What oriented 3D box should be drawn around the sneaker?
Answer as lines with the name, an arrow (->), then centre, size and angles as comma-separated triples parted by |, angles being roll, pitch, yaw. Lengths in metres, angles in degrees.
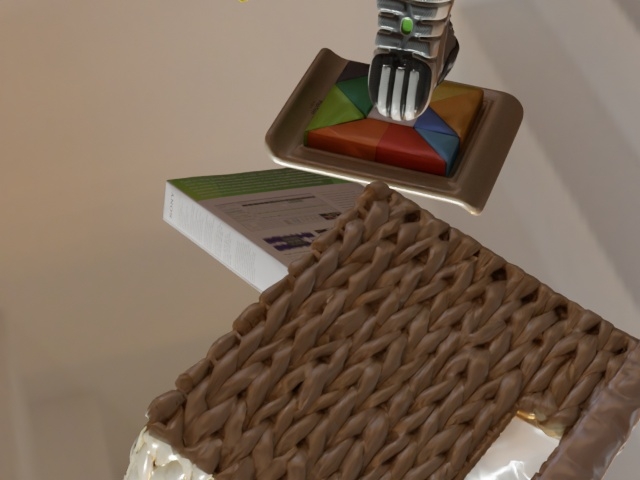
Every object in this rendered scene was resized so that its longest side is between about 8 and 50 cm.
sneaker -> 0.104, -0.238, 1.827 | 0.132, 0.086, 0.229 | -33, -41, -69

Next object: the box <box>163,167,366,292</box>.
box -> 0.000, 0.000, 2.089 | 0.322, 0.232, 0.058 | 36, 125, 47

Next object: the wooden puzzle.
wooden puzzle -> 0.083, -0.126, 1.969 | 0.221, 0.238, 0.044 | -61, -16, -51

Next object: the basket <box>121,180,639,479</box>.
basket -> 0.032, 0.197, 1.351 | 0.266, 0.328, 0.331 | 35, 141, 12
